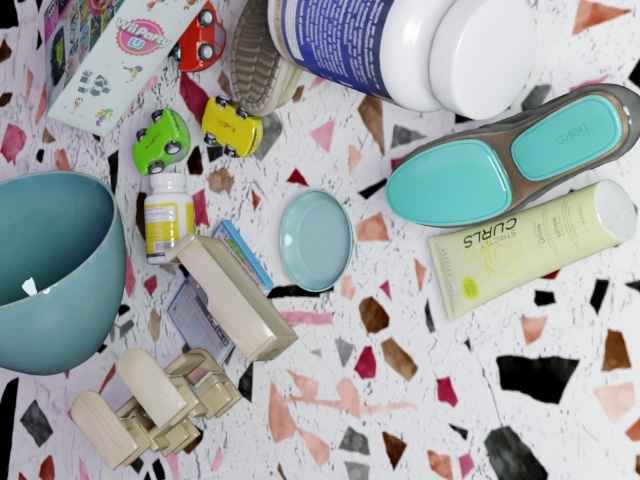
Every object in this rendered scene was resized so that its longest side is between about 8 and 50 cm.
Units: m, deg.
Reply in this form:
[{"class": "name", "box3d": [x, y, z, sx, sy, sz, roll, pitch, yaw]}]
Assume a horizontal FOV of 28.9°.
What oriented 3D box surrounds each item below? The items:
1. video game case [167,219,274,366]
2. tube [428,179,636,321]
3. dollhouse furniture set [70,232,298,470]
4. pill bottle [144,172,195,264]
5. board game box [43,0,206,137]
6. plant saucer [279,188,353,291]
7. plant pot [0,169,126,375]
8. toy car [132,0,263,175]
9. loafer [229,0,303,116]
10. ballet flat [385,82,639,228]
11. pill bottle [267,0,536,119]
[{"class": "video game case", "box3d": [-0.130, 0.073, 1.580, 0.119, 0.015, 0.166, 54, 125, 31]}, {"class": "tube", "box3d": [0.198, 0.008, 1.224, 0.240, 0.062, 0.070, -25, 32, 47]}, {"class": "dollhouse furniture set", "box3d": [-0.176, 0.132, 1.474, 0.242, 0.212, 0.161, -41, 78, 8]}, {"class": "pill bottle", "box3d": [-0.196, -0.027, 1.610, 0.065, 0.065, 0.116, -5, 86, 45]}, {"class": "board game box", "box3d": [-0.248, -0.318, 1.595, 0.303, 0.097, 0.224, -47, 39, 33]}, {"class": "plant saucer", "box3d": [0.000, 0.000, 1.445, 0.119, 0.021, 0.119, 1, 92, 45]}, {"class": "plant pot", "box3d": [-0.384, 0.069, 1.686, 0.290, 0.290, 0.195, 26, 144, 42]}, {"class": "toy car", "box3d": [-0.165, -0.163, 1.588, 0.225, 0.053, 0.239, -42, 61, 37]}, {"class": "loafer", "box3d": [-0.026, -0.269, 1.420, 0.102, 0.092, 0.269, 28, 107, 43]}, {"class": "ballet flat", "box3d": [0.194, -0.078, 1.198, 0.280, 0.096, 0.095, -17, 94, 39]}, {"class": "pill bottle", "box3d": [0.081, -0.218, 1.270, 0.264, 0.153, 0.153, 27, 109, 42]}]
